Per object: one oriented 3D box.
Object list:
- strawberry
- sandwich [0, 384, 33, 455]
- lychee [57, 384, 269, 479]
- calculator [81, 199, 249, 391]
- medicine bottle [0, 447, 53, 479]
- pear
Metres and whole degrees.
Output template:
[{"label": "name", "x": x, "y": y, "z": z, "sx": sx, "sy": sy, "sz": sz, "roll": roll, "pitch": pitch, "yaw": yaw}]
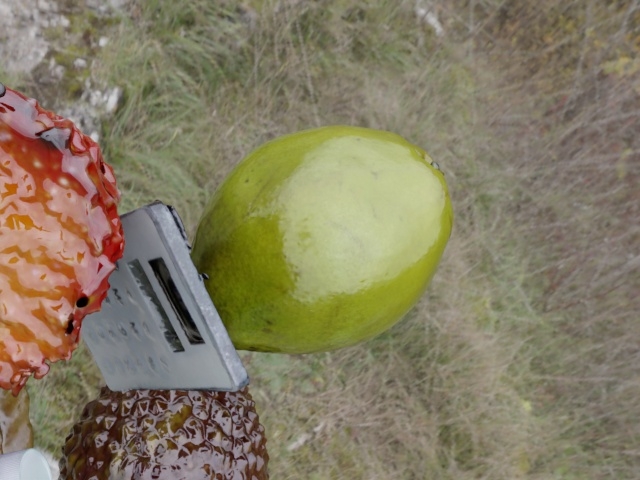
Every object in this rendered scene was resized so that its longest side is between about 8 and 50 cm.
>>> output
[{"label": "strawberry", "x": -0.240, "y": -0.028, "z": 0.618, "sx": 0.234, "sy": 0.234, "sz": 0.178, "roll": 29, "pitch": 17, "yaw": -9}, {"label": "sandwich", "x": -0.435, "y": 0.119, "z": 0.885, "sx": 0.131, "sy": 0.325, "sz": 0.262, "roll": 3, "pitch": 80, "yaw": -55}, {"label": "lychee", "x": -0.166, "y": 0.238, "z": 0.945, "sx": 0.235, "sy": 0.236, "sz": 0.271, "roll": 18, "pitch": 62, "yaw": -15}, {"label": "calculator", "x": -0.156, "y": 0.058, "z": 0.734, "sx": 0.021, "sy": 0.261, "sz": 0.161, "roll": -30, "pitch": 99, "yaw": -35}, {"label": "medicine bottle", "x": -0.270, "y": 0.197, "z": 0.663, "sx": 0.118, "sy": 0.074, "sz": 0.055, "roll": -16, "pitch": 111, "yaw": 7}, {"label": "pear", "x": 0.000, "y": 0.000, "z": 0.825, "sx": 0.269, "sy": 0.212, "sz": 0.212, "roll": -30, "pitch": 78, "yaw": -2}]
